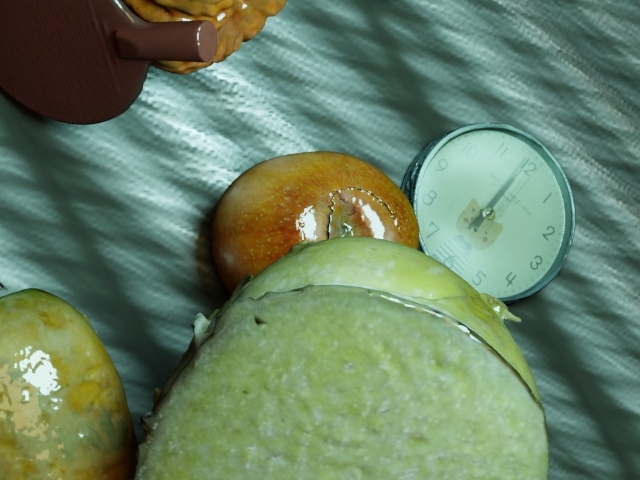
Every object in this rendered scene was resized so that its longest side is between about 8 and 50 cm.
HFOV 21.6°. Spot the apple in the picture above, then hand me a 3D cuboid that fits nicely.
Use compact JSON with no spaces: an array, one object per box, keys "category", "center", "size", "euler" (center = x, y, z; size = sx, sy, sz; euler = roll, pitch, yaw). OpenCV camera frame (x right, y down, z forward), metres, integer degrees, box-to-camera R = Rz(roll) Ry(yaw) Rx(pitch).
[{"category":"apple","center":[0.000,0.000,1.859],"size":[0.235,0.173,0.210],"euler":[-22,92,-23]}]

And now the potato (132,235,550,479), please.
[{"category":"potato","center":[0.021,0.204,1.695],"size":[0.385,0.319,0.442],"euler":[20,106,-1]}]

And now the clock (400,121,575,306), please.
[{"category":"clock","center":[0.203,-0.030,2.009],"size":[0.226,0.049,0.226],"euler":[2,83,-20]}]

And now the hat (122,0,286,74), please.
[{"category":"hat","center":[-0.213,-0.380,1.802],"size":[0.400,0.285,0.285],"euler":[36,71,7]}]

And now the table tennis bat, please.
[{"category":"table tennis bat","center":[-0.245,-0.207,1.737],"size":[0.038,0.310,0.200],"euler":[-51,136,-45]}]

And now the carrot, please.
[{"category":"carrot","center":[-0.290,0.225,1.689],"size":[0.224,0.224,0.341],"euler":[-19,90,-22]}]

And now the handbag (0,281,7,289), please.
[{"category":"handbag","center":[-0.416,-0.002,1.661],"size":[0.182,0.270,0.117],"euler":[8,107,-22]}]
